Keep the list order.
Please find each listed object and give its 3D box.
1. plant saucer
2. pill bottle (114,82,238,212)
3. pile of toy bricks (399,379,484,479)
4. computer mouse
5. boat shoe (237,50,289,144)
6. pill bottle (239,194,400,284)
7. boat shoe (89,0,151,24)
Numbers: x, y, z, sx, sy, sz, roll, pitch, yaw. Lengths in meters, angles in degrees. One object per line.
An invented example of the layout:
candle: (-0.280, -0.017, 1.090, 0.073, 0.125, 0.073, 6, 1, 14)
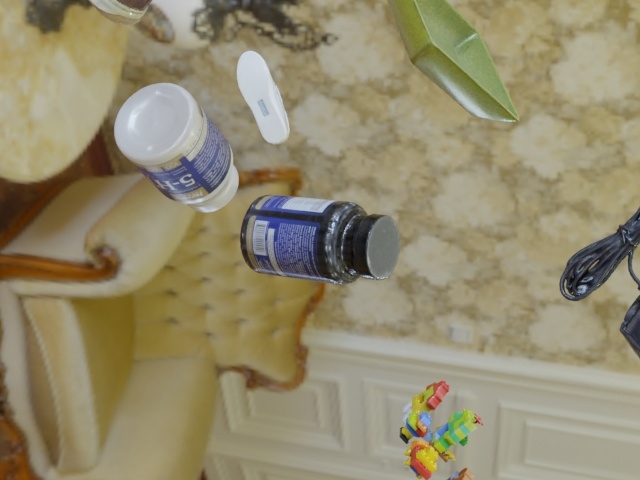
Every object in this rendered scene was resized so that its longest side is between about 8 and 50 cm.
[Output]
plant saucer: (0.151, -0.237, 1.316, 0.188, 0.045, 0.188, 32, 30, -39)
pill bottle: (-0.176, -0.111, 1.388, 0.187, 0.112, 0.112, 52, 46, -61)
pile of toy bricks: (0.186, 0.279, 1.539, 0.105, 0.118, 0.212, -41, -172, 14)
computer mouse: (0.367, 0.062, 1.003, 0.184, 0.262, 0.060, -47, 142, 10)
boat shoe: (-0.103, -0.273, 2.060, 0.184, 0.066, 0.063, 64, 13, 2)
pill bottle: (0.000, 0.000, 1.575, 0.123, 0.219, 0.123, -15, 108, -54)
boat shoe: (-0.283, -0.388, 1.262, 0.285, 0.092, 0.103, 54, 28, 2)
